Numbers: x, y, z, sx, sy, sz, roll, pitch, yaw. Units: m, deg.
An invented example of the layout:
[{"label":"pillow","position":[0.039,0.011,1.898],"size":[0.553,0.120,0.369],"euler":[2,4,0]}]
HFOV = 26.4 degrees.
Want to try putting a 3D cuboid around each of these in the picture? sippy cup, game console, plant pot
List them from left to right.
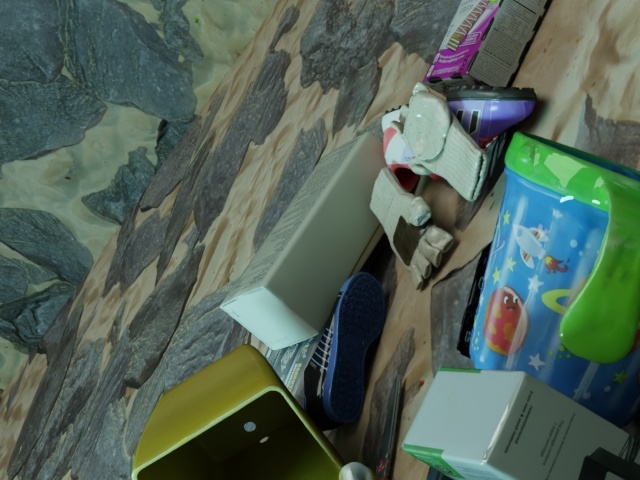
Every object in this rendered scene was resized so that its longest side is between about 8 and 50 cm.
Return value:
[{"label":"plant pot","position":[-0.103,0.258,1.739],"size":[0.212,0.212,0.187],"euler":[-32,28,5]},{"label":"game console","position":[0.159,0.170,1.462],"size":[0.213,0.044,0.361],"euler":[20,-95,-79]},{"label":"sippy cup","position":[0.249,0.042,1.260],"size":[0.240,0.306,0.224],"euler":[29,103,39]}]

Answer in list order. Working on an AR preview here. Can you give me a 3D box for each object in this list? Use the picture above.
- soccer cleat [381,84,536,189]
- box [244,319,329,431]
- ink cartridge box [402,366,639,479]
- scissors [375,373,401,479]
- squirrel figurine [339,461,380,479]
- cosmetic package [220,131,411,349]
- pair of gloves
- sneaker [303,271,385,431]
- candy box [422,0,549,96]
[{"label":"soccer cleat","position":[0.189,-0.142,1.873],"size":[0.318,0.109,0.116],"euler":[-10,80,60]},{"label":"box","position":[-0.050,0.233,1.999],"size":[0.183,0.056,0.231],"euler":[-19,45,62]},{"label":"ink cartridge box","position":[0.200,0.194,1.167],"size":[0.086,0.208,0.153],"euler":[-63,19,-15]},{"label":"scissors","position":[0.079,0.289,1.648],"size":[0.109,0.021,0.297],"euler":[-32,33,60]},{"label":"squirrel figurine","position":[-0.002,0.377,1.209],"size":[0.397,0.281,0.370],"euler":[-10,34,19]},{"label":"cosmetic package","position":[0.000,0.000,2.016],"size":[0.309,0.113,0.160],"euler":[-57,15,-25]},{"label":"pair of gloves","position":[0.133,-0.079,1.834],"size":[0.204,0.042,0.240],"euler":[60,141,42]},{"label":"sneaker","position":[0.023,0.153,1.881],"size":[0.090,0.081,0.232],"euler":[-26,40,49]},{"label":"candy box","position":[0.252,-0.319,1.969],"size":[0.233,0.071,0.159],"euler":[-63,18,-7]}]
